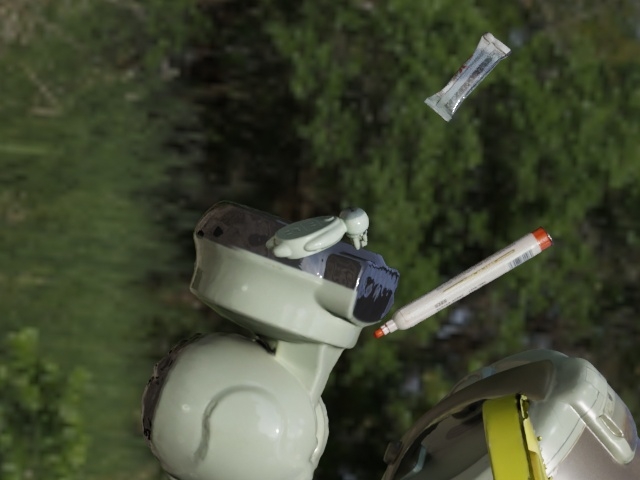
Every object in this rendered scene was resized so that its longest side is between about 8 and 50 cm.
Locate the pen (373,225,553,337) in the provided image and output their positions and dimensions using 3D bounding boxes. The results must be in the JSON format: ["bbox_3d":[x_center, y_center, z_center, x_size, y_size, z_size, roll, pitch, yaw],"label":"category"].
[{"bbox_3d":[0.151,0.048,1.946,0.026,0.218,0.026,59,-5,8],"label":"pen"}]

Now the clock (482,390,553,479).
[{"bbox_3d":[0.192,0.288,1.724,0.293,0.071,0.277,-82,157,-68],"label":"clock"}]

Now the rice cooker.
[{"bbox_3d":[0.259,0.318,2.270,0.335,0.325,0.335,-37,-166,11],"label":"rice cooker"}]

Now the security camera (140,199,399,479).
[{"bbox_3d":[-0.062,0.116,1.752,0.197,0.191,0.277,14,94,-76],"label":"security camera"}]

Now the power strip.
[{"bbox_3d":[0.000,0.000,1.444,0.055,0.083,0.035,-139,-149,-68],"label":"power strip"}]

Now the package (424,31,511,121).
[{"bbox_3d":[0.159,-0.178,1.971,0.110,0.037,0.015,-48,167,-14],"label":"package"}]
